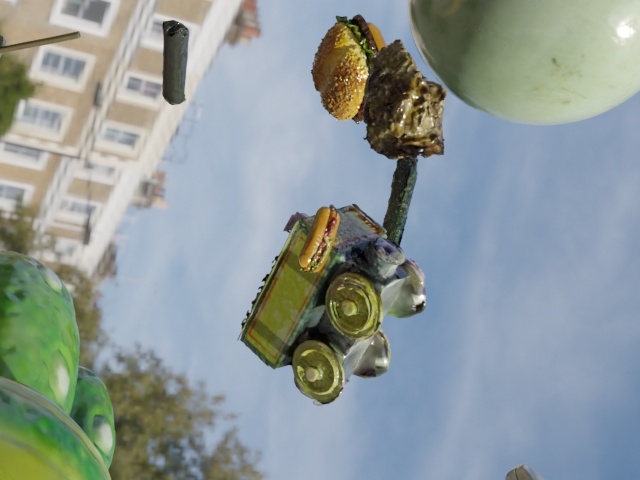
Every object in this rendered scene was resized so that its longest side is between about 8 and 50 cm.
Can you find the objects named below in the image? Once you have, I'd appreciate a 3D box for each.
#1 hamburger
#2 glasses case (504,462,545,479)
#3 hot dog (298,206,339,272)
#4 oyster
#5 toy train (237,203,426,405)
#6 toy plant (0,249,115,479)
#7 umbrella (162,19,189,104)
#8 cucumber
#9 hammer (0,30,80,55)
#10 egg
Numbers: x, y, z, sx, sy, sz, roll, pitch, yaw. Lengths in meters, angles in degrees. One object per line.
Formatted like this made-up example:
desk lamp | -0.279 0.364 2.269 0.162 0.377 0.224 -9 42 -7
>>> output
hamburger | 0.037 -0.246 1.636 0.137 0.087 0.166 68 -22 15
glasses case | 0.209 0.285 1.026 0.049 0.076 0.197 -28 -148 12
hot dog | 0.000 0.000 1.317 0.021 0.037 0.083 4 -108 54
oyster | 0.107 -0.179 1.432 0.056 0.105 0.177 86 7 -62
toy train | 0.018 0.085 1.448 0.177 0.134 0.260 41 -57 23
toy plant | -0.210 0.109 0.673 0.184 0.224 0.316 -32 -158 7
umbrella | -0.179 -0.217 1.385 0.133 0.031 0.036 103 -24 -54
cucumber | 0.138 -0.049 2.050 0.044 0.043 0.256 2 -122 23
hammer | -0.283 -0.193 1.105 0.110 0.019 0.035 -8 -131 21
egg | 0.133 -0.146 0.695 0.192 0.149 0.149 19 -83 56
